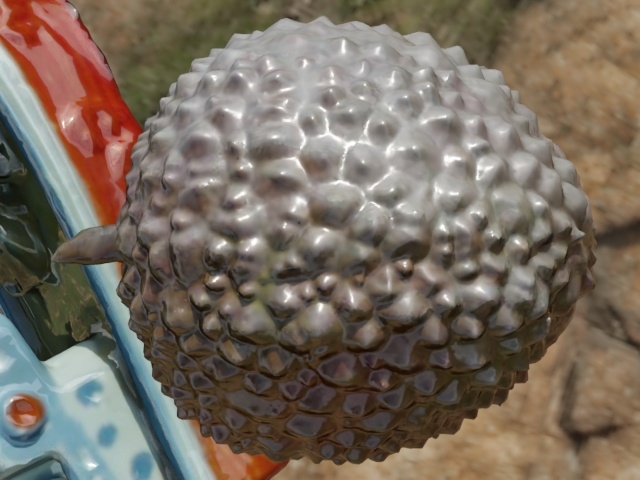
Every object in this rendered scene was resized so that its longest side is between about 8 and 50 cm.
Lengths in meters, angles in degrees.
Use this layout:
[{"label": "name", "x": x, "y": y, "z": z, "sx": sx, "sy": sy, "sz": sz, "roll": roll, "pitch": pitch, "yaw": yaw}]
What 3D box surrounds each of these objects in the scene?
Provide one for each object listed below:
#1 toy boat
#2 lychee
[{"label": "toy boat", "x": -0.152, "y": 0.001, "z": 0.890, "sx": 0.331, "sy": 0.133, "sz": 0.145, "roll": 63, "pitch": 152, "yaw": 7}, {"label": "lychee", "x": 0.000, "y": 0.000, "z": 0.676, "sx": 0.197, "sy": 0.165, "sz": 0.165, "roll": 3, "pitch": 78, "yaw": 27}]
